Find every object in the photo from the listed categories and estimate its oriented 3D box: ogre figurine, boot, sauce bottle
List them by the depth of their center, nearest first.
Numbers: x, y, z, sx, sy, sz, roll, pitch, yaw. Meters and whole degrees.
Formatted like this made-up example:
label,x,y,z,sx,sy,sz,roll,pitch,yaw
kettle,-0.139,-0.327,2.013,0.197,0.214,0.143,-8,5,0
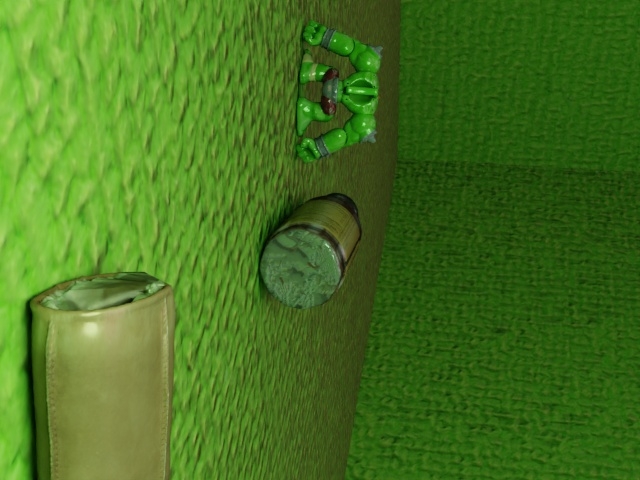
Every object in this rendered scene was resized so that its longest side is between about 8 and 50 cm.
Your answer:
label,x,y,z,sx,sy,sz,roll,pitch,yaw
boot,-0.121,0.154,0.678,0.236,0.089,0.270,-44,136,-79
sauce bottle,0.000,0.000,1.374,0.344,0.111,0.111,-52,146,-76
ogre figurine,0.027,-0.211,1.430,0.097,0.118,0.197,68,28,-73
